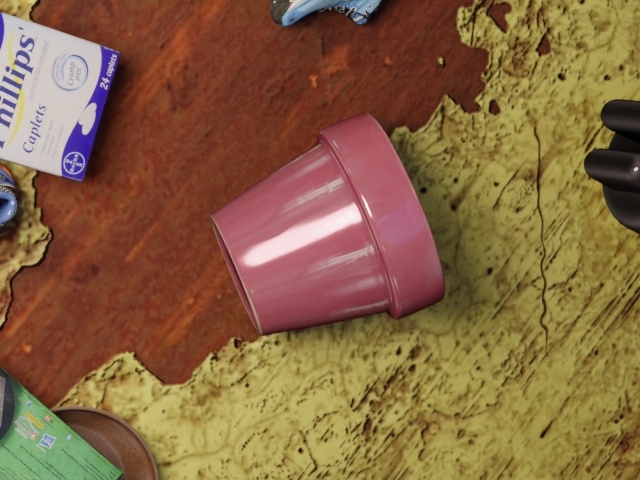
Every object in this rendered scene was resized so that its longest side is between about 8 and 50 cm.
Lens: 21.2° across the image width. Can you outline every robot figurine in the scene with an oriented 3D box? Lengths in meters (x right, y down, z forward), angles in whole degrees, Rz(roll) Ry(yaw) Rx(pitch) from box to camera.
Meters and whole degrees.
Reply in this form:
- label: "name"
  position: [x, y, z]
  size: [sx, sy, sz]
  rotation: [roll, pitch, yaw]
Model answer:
- label: "robot figurine"
  position: [0.424, -0.066, 1.864]
  size: [0.278, 0.173, 0.209]
  rotation: [22, 125, -30]

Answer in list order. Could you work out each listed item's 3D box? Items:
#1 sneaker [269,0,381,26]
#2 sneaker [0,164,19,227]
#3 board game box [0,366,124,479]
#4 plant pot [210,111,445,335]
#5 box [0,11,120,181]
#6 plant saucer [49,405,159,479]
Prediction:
- label: "sneaker"
  position: [0.026, -0.240, 1.678]
  size: [0.162, 0.063, 0.073]
  rotation: [-26, 115, -21]
- label: "sneaker"
  position: [-0.363, -0.013, 1.498]
  size: [0.221, 0.087, 0.083]
  rotation: [-28, 112, -21]
- label: "board game box"
  position: [-0.320, 0.181, 1.563]
  size: [0.260, 0.030, 0.136]
  rotation: [44, 76, -14]
- label: "plant pot"
  position: [0.000, 0.000, 1.650]
  size: [0.180, 0.201, 0.201]
  rotation: [-22, 111, -7]
- label: "box"
  position: [-0.268, -0.132, 1.534]
  size: [0.137, 0.072, 0.126]
  rotation: [16, 92, -30]
- label: "plant saucer"
  position: [-0.252, 0.251, 1.643]
  size: [0.199, 0.036, 0.198]
  rotation: [-6, 103, -27]
